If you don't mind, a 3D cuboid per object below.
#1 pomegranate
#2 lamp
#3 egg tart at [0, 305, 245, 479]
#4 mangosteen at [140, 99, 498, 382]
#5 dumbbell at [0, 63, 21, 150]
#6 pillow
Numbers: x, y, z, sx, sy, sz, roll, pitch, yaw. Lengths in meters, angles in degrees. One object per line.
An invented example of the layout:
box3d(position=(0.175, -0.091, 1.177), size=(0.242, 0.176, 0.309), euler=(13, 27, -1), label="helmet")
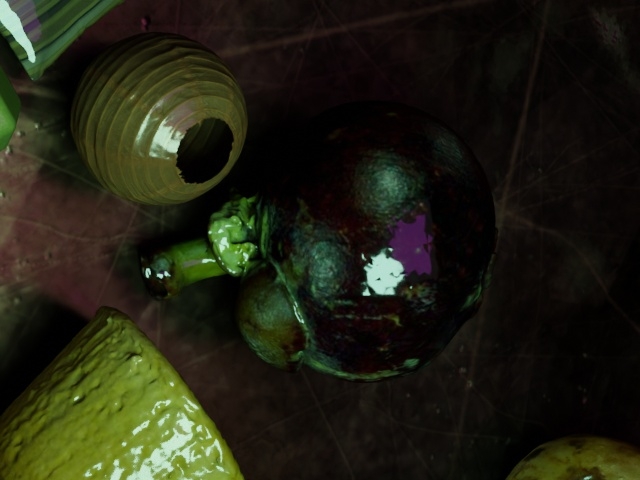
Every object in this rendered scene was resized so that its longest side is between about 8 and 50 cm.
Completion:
box3d(position=(0.270, 0.298, 1.368), size=(0.215, 0.215, 0.215), euler=(-4, 97, -36), label="pomegranate")
box3d(position=(-0.124, -0.094, 1.096), size=(0.136, 0.136, 0.136), euler=(-4, 97, -36), label="lamp")
box3d(position=(-0.159, 0.164, 1.074), size=(0.147, 0.202, 0.203), euler=(-35, 114, -13), label="egg tart")
box3d(position=(0.000, 0.000, 1.160), size=(0.289, 0.231, 0.231), euler=(3, 93, -9), label="mangosteen")
box3d(position=(-0.314, -0.178, 0.961), size=(0.302, 0.121, 0.108), euler=(64, 32, -23), label="dumbbell")
box3d(position=(-0.234, -0.231, 1.059), size=(0.113, 0.038, 0.203), euler=(-47, 119, -27), label="pillow")
